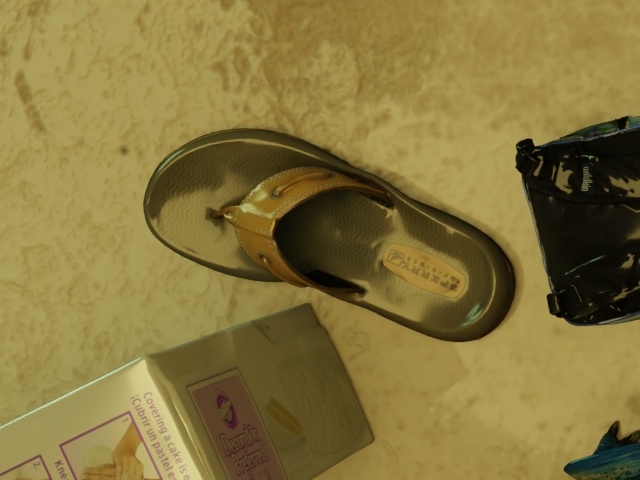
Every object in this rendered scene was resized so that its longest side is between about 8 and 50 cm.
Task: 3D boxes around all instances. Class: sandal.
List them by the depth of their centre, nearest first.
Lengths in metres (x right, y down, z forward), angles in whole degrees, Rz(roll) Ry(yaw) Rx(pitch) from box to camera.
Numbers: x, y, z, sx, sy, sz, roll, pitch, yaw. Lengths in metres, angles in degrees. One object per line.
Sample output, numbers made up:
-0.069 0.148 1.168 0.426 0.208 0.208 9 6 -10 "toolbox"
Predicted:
0.000 0.000 1.059 0.219 0.060 0.090 24 101 15 "sandal"

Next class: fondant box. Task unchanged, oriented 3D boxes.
-0.162 0.152 1.031 0.330 0.238 0.096 -28 85 18 "fondant box"

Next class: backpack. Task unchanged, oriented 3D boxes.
0.173 -0.015 0.989 0.114 0.084 0.105 -13 91 23 "backpack"

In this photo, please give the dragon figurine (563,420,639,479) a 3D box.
0.178 0.138 0.969 0.289 0.144 0.085 -16 89 19 "dragon figurine"
